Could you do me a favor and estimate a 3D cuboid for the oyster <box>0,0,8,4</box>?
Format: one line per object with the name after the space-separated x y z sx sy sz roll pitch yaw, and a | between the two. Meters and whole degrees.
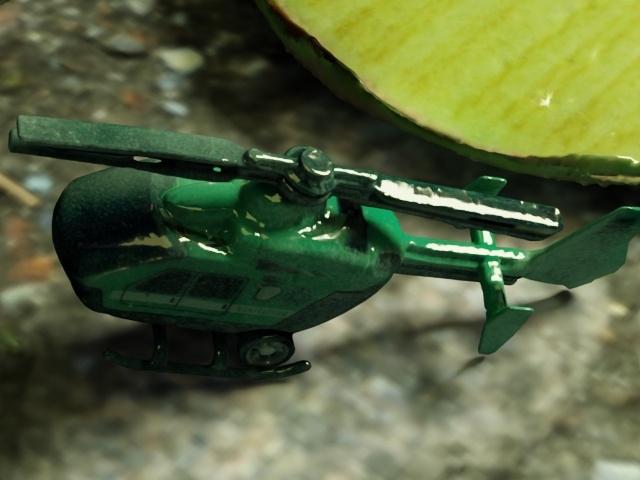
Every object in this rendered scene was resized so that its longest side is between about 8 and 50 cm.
-0.118 -0.164 0.745 0.199 0.087 0.252 -23 22 14 | oyster

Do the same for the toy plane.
0.000 0.000 0.616 0.235 0.096 0.060 7 50 -23 | toy plane

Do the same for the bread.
0.113 -0.132 0.767 0.301 0.045 0.301 2 52 -2 | bread
